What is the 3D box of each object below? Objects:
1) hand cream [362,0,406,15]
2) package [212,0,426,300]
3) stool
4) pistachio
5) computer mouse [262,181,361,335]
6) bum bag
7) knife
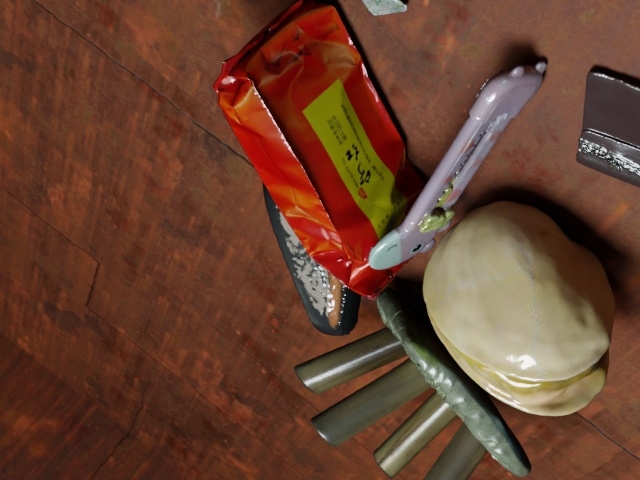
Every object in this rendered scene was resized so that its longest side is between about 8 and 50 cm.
[{"bbox_3d":[0.036,-0.358,1.598,0.067,0.042,0.194,-3,134,48],"label":"hand cream"},{"bbox_3d":[0.009,-0.131,1.777,0.123,0.196,0.423,11,142,50],"label":"package"},{"bbox_3d":[0.143,0.274,2.023,0.310,0.226,0.310,48,-175,-17],"label":"stool"},{"bbox_3d":[0.272,0.086,1.738,0.321,0.238,0.229,57,170,39],"label":"pistachio"},{"bbox_3d":[0.005,-0.002,1.961,0.116,0.183,0.323,-13,116,16],"label":"computer mouse"},{"bbox_3d":[0.365,-0.133,1.547,0.109,0.026,0.159,25,147,26],"label":"bum bag"},{"bbox_3d":[0.178,-0.086,1.670,0.038,0.132,0.399,54,140,24],"label":"knife"}]
